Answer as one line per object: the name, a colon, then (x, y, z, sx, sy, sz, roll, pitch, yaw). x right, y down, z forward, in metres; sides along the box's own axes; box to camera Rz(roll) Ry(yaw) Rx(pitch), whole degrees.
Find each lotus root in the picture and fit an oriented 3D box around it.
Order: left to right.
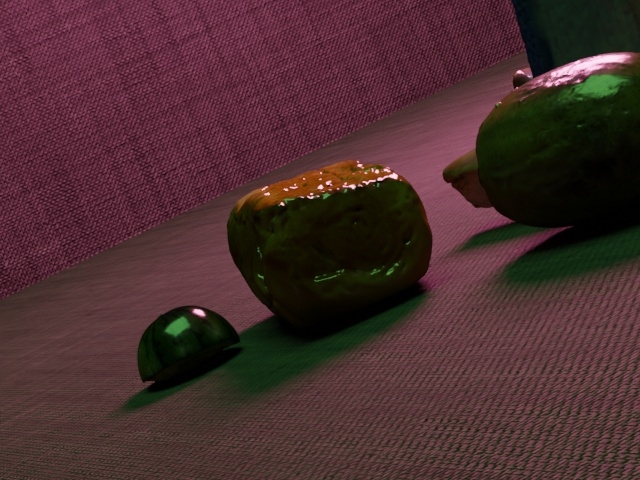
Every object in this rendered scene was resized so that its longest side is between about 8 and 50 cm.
lotus root: (0.256, -0.095, 1.663, 0.278, 0.154, 0.154, -14, 12, 41)

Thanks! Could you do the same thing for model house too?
model house: (0.369, -0.282, 2.357, 0.295, 0.251, 0.329, -22, -1, -36)

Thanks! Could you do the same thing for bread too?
bread: (0.000, 0.000, 1.847, 0.167, 0.132, 0.294, -24, 6, -9)

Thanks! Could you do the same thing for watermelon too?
watermelon: (-0.135, 0.097, 1.839, 0.105, 0.062, 0.105, -25, -2, -1)

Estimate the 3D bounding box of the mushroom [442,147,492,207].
mushroom: (0.258, -0.088, 1.825, 0.333, 0.087, 0.107, -24, 41, 37)
